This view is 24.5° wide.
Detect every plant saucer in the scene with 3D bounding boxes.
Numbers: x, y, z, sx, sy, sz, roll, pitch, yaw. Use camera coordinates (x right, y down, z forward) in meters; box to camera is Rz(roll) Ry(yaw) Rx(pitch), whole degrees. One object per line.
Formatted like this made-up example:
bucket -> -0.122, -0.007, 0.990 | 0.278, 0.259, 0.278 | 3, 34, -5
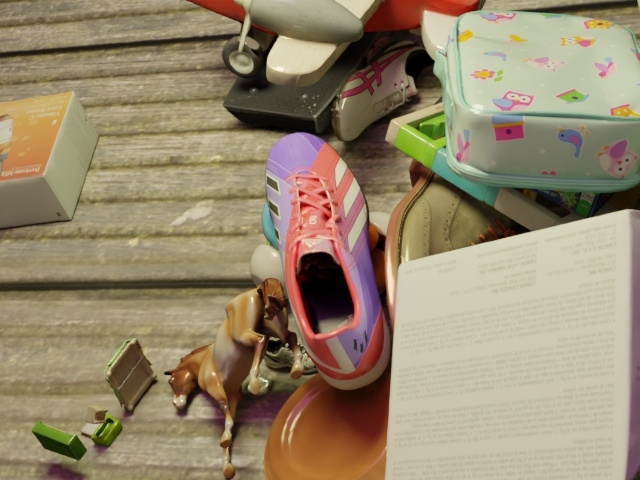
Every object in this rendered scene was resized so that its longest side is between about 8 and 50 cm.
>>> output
plant saucer -> 0.023, 0.204, 1.563 | 0.200, 0.037, 0.200 | -20, 45, 21

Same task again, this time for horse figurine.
horse figurine -> -0.087, 0.129, 1.615 | 0.066, 0.263, 0.174 | 13, 38, -24

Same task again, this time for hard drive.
hard drive -> -0.006, -0.249, 2.035 | 0.172, 0.054, 0.254 | 10, 53, 32

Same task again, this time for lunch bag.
lunch bag -> 0.234, -0.153, 1.580 | 0.224, 0.107, 0.279 | 1, 30, 3

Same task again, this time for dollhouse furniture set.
dollhouse furniture set -> -0.260, 0.182, 1.707 | 0.059, 0.076, 0.151 | 15, 56, 33

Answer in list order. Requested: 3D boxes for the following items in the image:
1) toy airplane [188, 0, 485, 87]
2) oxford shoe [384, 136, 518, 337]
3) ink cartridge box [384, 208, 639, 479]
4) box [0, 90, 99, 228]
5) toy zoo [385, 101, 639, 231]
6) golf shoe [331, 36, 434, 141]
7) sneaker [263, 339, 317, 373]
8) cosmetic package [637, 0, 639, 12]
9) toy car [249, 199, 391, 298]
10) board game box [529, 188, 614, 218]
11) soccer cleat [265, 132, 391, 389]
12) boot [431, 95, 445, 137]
toy airplane -> 0.032, -0.356, 1.876 | 0.384, 0.272, 0.386 | -25, 37, -11
oxford shoe -> 0.154, -0.002, 1.667 | 0.130, 0.123, 0.348 | 0, 44, 18
ink cartridge box -> 0.193, 0.185, 1.383 | 0.308, 0.091, 0.384 | -15, 67, 49
box -> -0.399, -0.111, 2.043 | 0.130, 0.091, 0.170 | -7, 45, 17
toy zoo -> 0.243, -0.078, 1.679 | 0.293, 0.030, 0.192 | 34, 35, 27
golf shoe -> 0.080, -0.200, 1.939 | 0.086, 0.067, 0.186 | 14, 54, 31
sneaker -> -0.031, 0.129, 1.688 | 0.083, 0.037, 0.032 | -1, 46, 21
cosmetic package -> 0.510, -0.083, 1.447 | 0.328, 0.329, 0.393 | -12, 45, 13
toy car -> 0.000, -0.002, 1.730 | 0.159, 0.136, 0.182 | -43, 46, -19
board game box -> 0.287, -0.106, 1.665 | 0.136, 0.035, 0.201 | 27, 38, 19
soccer cleat -> 0.000, 0.000, 1.578 | 0.109, 0.116, 0.318 | -18, 60, 7
boot -> 0.230, -0.146, 1.837 | 0.137, 0.077, 0.198 | -48, 52, 1
